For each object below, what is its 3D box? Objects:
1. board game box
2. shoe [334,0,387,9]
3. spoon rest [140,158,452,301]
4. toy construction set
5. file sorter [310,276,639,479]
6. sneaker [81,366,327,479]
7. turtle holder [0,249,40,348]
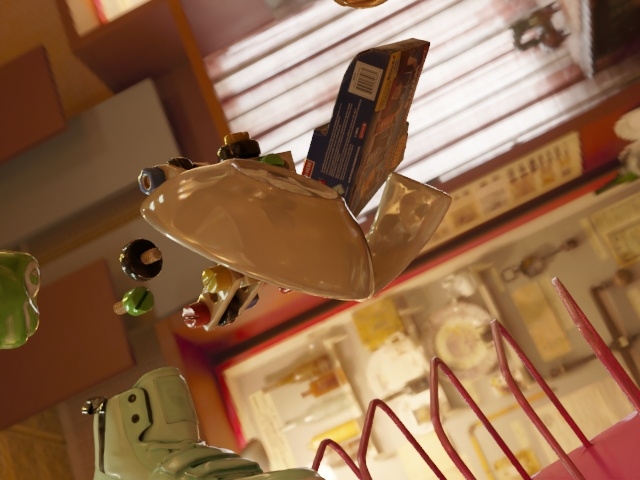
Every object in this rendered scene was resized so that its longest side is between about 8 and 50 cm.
[{"bbox_3d":[0.051,-0.122,0.964,0.194,0.060,0.194,-39,-32,-64],"label":"board game box"},{"bbox_3d":[0.079,-0.202,0.434,0.076,0.219,0.058,48,-157,2],"label":"shoe"},{"bbox_3d":[0.000,0.000,0.576,0.137,0.084,0.276,25,-165,27],"label":"spoon rest"},{"bbox_3d":[-0.087,-0.012,1.251,0.308,0.237,0.258,18,-119,-39],"label":"toy construction set"},{"bbox_3d":[0.149,0.193,0.788,0.182,0.290,0.202,53,-168,-4],"label":"file sorter"},{"bbox_3d":[-0.106,0.171,0.748,0.094,0.255,0.151,15,-117,-51],"label":"sneaker"},{"bbox_3d":[-0.310,-0.053,0.564,0.320,0.243,0.227,31,-139,-7],"label":"turtle holder"}]
